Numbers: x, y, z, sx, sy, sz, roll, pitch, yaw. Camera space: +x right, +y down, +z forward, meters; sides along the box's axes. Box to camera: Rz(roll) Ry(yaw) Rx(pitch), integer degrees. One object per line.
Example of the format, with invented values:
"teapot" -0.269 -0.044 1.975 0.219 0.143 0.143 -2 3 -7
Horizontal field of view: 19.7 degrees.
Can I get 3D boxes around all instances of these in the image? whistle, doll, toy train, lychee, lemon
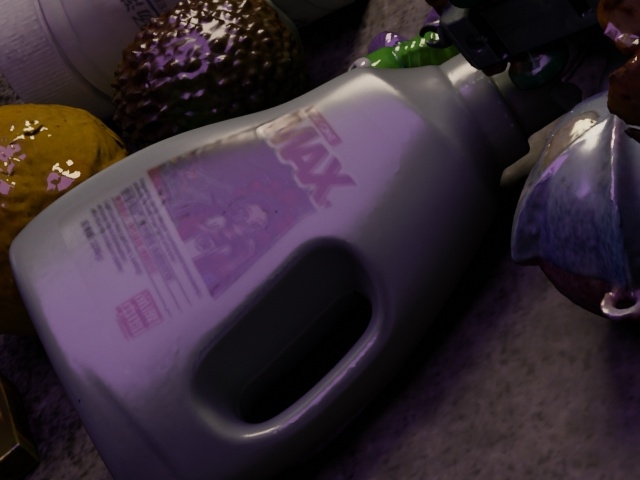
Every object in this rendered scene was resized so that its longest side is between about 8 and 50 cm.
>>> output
"whistle" 0.206 -0.061 1.171 0.142 0.134 0.346 -27 26 30
"doll" 0.089 -0.146 1.453 0.190 0.050 0.115 -22 34 27
"toy train" 0.161 -0.180 1.187 0.227 0.091 0.136 -21 34 36
"lychee" -0.088 -0.124 1.516 0.171 0.171 0.171 -29 35 23
"lemon" -0.240 -0.017 1.531 0.231 0.192 0.192 -31 30 52

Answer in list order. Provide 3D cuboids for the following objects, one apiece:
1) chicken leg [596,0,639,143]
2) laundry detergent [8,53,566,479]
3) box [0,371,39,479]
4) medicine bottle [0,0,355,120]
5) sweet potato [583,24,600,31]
"chicken leg" 0.274 -0.150 0.969 0.295 0.182 0.409 -58 43 17
"laundry detergent" 0.000 0.000 1.287 0.398 0.125 0.264 -32 59 3
"box" -0.320 0.204 1.517 0.193 0.030 0.121 -42 32 5
"medicine bottle" -0.136 -0.240 1.676 0.332 0.190 0.190 -23 38 30
"sweet potato" 0.183 -0.265 1.407 0.158 0.158 0.370 -24 44 28
